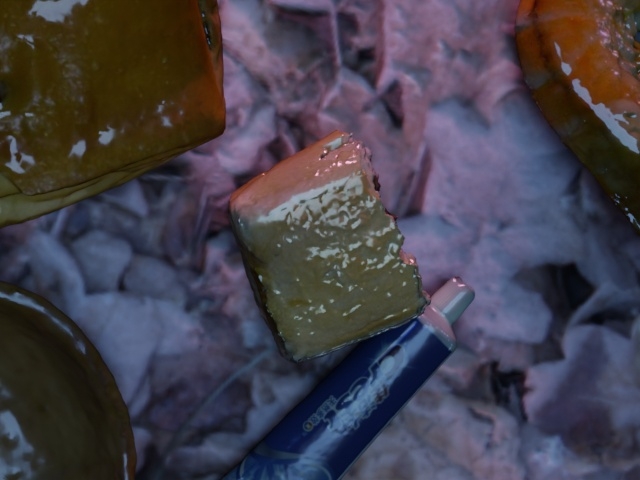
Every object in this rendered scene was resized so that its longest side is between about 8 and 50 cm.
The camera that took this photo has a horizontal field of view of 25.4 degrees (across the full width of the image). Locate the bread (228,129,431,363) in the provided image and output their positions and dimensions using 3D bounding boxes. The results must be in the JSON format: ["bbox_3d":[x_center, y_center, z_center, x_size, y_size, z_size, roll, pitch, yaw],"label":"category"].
[{"bbox_3d":[0.001,0.001,0.896,0.106,0.082,0.125,-21,110,1],"label":"bread"}]

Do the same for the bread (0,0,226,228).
[{"bbox_3d":[-0.167,-0.113,0.804,0.235,0.099,0.210,-15,115,-20],"label":"bread"}]

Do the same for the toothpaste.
[{"bbox_3d":[0.004,0.126,0.927,0.268,0.047,0.069,-47,116,0],"label":"toothpaste"}]

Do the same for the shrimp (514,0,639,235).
[{"bbox_3d":[0.220,-0.084,0.943,0.150,0.068,0.249,-24,95,-14],"label":"shrimp"}]

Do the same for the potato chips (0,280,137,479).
[{"bbox_3d":[-0.205,0.120,0.871,0.208,0.062,0.195,34,94,-15],"label":"potato chips"}]
